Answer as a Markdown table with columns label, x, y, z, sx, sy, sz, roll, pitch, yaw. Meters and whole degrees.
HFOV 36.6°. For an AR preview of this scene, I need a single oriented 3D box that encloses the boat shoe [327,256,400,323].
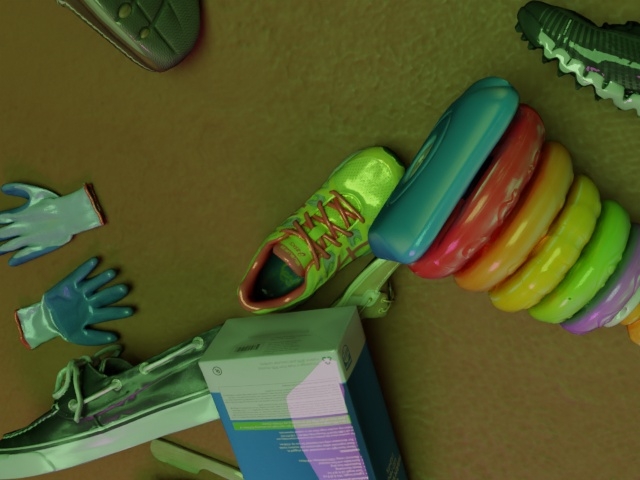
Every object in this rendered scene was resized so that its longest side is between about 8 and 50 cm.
| label | x | y | z | sx | sy | sz | roll | pitch | yaw |
| --- | --- | --- | --- | --- | --- | --- | --- | --- | --- |
| boat shoe | 0.046 | 0.054 | 0.904 | 0.045 | 0.050 | 0.135 | 42 | 122 | 5 |

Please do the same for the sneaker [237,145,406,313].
| label | x | y | z | sx | sy | sz | roll | pitch | yaw |
| --- | --- | --- | --- | --- | --- | --- | --- | --- | --- |
| sneaker | 0.000 | 0.000 | 0.884 | 0.081 | 0.094 | 0.208 | 44 | 111 | 9 |

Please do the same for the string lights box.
| label | x | y | z | sx | sy | sz | roll | pitch | yaw |
| --- | --- | --- | --- | --- | --- | --- | --- | --- | --- |
| string lights box | -0.003 | 0.195 | 0.895 | 0.133 | 0.077 | 0.260 | -7 | 115 | 21 |

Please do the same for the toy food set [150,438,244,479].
| label | x | y | z | sx | sy | sz | roll | pitch | yaw |
| --- | --- | --- | --- | --- | --- | --- | --- | --- | --- |
| toy food set | -0.150 | 0.319 | 1.034 | 0.132 | 0.038 | 0.192 | 14 | 105 | 18 |

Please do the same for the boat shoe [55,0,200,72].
| label | x | y | z | sx | sy | sz | roll | pitch | yaw |
| --- | --- | --- | --- | --- | --- | --- | --- | --- | --- |
| boat shoe | -0.240 | -0.291 | 0.919 | 0.324 | 0.123 | 0.116 | 52 | 147 | -5 |

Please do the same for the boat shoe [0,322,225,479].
| label | x | y | z | sx | sy | sz | roll | pitch | yaw |
| --- | --- | --- | --- | --- | --- | --- | --- | --- | --- |
| boat shoe | -0.216 | 0.163 | 0.991 | 0.306 | 0.113 | 0.105 | -20 | 87 | 20 |

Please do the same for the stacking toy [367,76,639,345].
| label | x | y | z | sx | sy | sz | roll | pitch | yaw |
| --- | --- | --- | --- | --- | --- | --- | --- | --- | --- |
| stacking toy | 0.204 | 0.016 | 0.790 | 0.302 | 0.175 | 0.166 | 34 | 88 | -4 |

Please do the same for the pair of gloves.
| label | x | y | z | sx | sy | sz | roll | pitch | yaw |
| --- | --- | --- | --- | --- | --- | --- | --- | --- | --- |
| pair of gloves | -0.285 | 0.026 | 1.037 | 0.159 | 0.023 | 0.198 | -18 | 95 | 23 |

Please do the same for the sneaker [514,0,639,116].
| label | x | y | z | sx | sy | sz | roll | pitch | yaw |
| --- | --- | --- | --- | --- | --- | --- | --- | --- | --- |
| sneaker | 0.271 | -0.144 | 0.764 | 0.234 | 0.078 | 0.106 | 33 | 107 | 8 |
